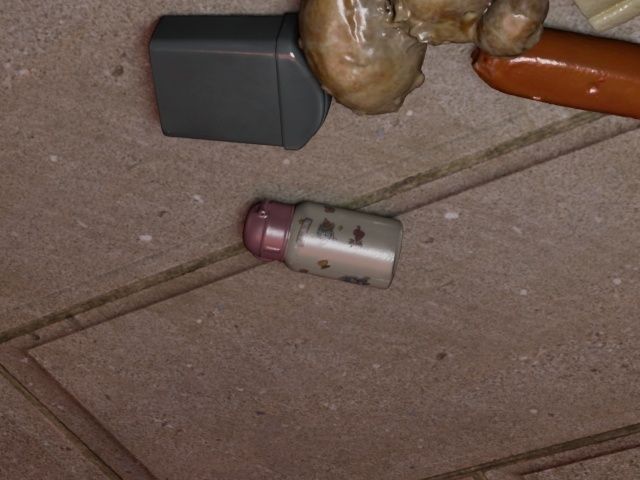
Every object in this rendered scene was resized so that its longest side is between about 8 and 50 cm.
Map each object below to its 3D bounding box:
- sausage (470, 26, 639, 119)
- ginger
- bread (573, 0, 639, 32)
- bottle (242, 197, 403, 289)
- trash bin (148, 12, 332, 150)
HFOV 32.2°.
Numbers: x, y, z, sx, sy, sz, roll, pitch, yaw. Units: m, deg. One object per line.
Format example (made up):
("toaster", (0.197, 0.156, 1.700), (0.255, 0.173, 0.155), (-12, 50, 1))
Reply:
("sausage", (0.369, -0.214, 1.430), (0.348, 0.097, 0.094), (9, 139, -1))
("ginger", (0.118, -0.287, 1.354), (0.304, 0.155, 0.244), (-15, 113, 27))
("bread", (0.358, -0.339, 1.296), (0.141, 0.134, 0.148), (-24, 113, 31))
("bottle", (0.000, 0.000, 1.661), (0.233, 0.110, 0.110), (11, 132, -3))
("trash bin", (-0.101, -0.214, 1.494), (0.236, 0.101, 0.176), (3, 133, 8))
